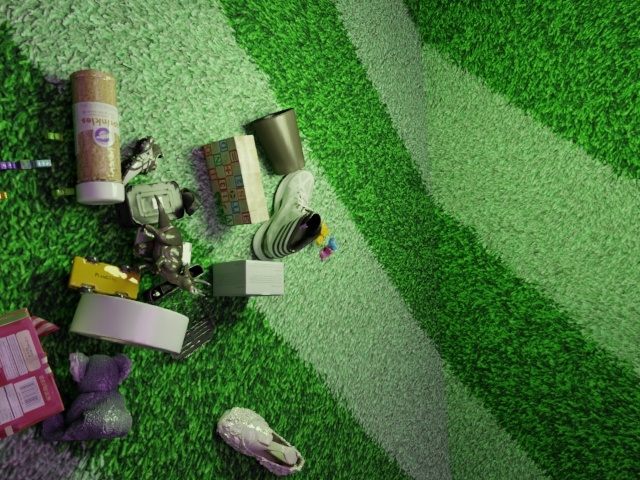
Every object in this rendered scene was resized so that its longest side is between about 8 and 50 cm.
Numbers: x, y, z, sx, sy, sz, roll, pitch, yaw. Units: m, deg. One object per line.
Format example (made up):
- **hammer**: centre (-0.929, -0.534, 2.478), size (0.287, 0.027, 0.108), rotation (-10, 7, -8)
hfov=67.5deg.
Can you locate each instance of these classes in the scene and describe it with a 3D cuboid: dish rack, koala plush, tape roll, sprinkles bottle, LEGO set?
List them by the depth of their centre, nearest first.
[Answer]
- **koala plush**: centre (-0.583, 0.402, 1.254), size (0.196, 0.204, 0.221), rotation (22, 57, -47)
- **tape roll**: centre (-0.504, 0.226, 1.278), size (0.286, 0.287, 0.100), rotation (29, 64, -45)
- **sprinkles bottle**: centre (-0.618, -0.279, 1.323), size (0.121, 0.121, 0.354), rotation (-3, 88, -50)
- **dish rack**: centre (-0.431, 0.233, 1.525), size (0.208, 0.074, 0.271), rotation (-34, 112, -46)
- **LEGO set**: centre (0.000, 0.000, 2.055), size (0.227, 0.087, 0.093), rotation (56, 47, -28)

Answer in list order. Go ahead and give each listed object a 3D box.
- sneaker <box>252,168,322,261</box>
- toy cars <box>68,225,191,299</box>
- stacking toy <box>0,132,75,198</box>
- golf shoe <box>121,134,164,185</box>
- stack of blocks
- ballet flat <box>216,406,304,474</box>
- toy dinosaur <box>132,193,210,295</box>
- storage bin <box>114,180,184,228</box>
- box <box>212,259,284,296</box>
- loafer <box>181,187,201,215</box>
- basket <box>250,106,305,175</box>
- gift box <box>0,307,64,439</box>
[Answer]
- **sneaker**: centre (-0.064, -0.109, 1.857), size (0.169, 0.258, 0.447), rotation (48, 52, -35)
- **toy cars**: centre (-0.551, 0.070, 1.396), size (0.394, 0.087, 0.176), rotation (-37, 105, -50)
- **stacking toy**: centre (-0.751, -0.189, 1.214), size (0.221, 0.052, 0.166), rotation (-14, 98, -52)
- **golf shoe**: centre (-0.540, -0.224, 1.445), size (0.094, 0.077, 0.198), rotation (48, 53, -36)
- **stack of blocks**: centre (-0.294, -0.202, 1.662), size (0.087, 0.171, 0.296), rotation (-19, 101, -49)
- **ballet flat**: centre (-0.192, 0.719, 1.711), size (0.409, 0.147, 0.146), rotation (50, 51, -34)
- **toy dinosaur**: centre (-0.453, 0.028, 1.393), size (0.160, 0.121, 0.313), rotation (0, 70, -63)
- **storage bin**: centre (-0.518, -0.110, 1.452), size (0.180, 0.085, 0.121), rotation (-17, 99, -49)
- **box**: centre (-0.251, 0.135, 1.667), size (0.181, 0.182, 0.118), rotation (8, 78, -50)
- **loafer**: centre (-0.422, -0.125, 1.533), size (0.062, 0.170, 0.061), rotation (-46, 115, 1)
- **basket**: centre (-0.152, -0.381, 1.873), size (0.204, 0.154, 0.226), rotation (-38, 118, -44)
- **gift box**: centre (-0.701, 0.297, 1.048), size (0.277, 0.258, 0.254), rotation (-15, 96, -35)
